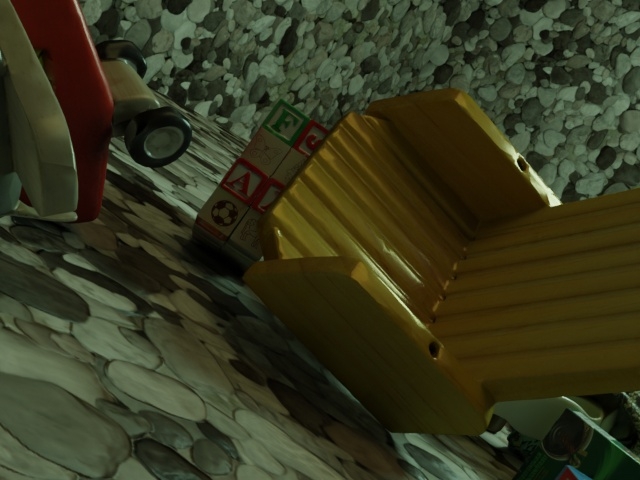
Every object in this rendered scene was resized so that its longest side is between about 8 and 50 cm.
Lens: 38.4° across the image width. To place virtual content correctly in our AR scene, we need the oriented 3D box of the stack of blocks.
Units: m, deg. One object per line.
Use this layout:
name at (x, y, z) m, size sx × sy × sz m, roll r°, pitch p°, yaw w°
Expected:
stack of blocks at (-0.083, -0.052, 1.178) m, size 0.087 × 0.171 × 0.297 m, roll 34°, pitch -12°, yaw -4°

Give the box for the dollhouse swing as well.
dollhouse swing at (0.175, -0.023, 0.921) m, size 0.315 × 0.305 × 0.347 m, roll 47°, pitch 45°, yaw -12°

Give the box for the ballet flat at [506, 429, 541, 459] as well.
ballet flat at (0.302, 0.273, 1.232) m, size 0.070 × 0.070 × 0.188 m, roll 37°, pitch 11°, yaw 26°

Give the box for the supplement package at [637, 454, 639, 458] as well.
supplement package at (0.435, 0.334, 1.230) m, size 0.105 × 0.105 × 0.179 m, roll 40°, pitch 9°, yaw 40°

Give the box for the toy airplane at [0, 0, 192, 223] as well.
toy airplane at (-0.283, -0.179, 0.707) m, size 0.384 × 0.273 × 0.386 m, roll 65°, pitch -12°, yaw -7°

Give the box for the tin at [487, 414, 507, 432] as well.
tin at (0.178, 0.197, 1.268) m, size 0.190 × 0.040 × 0.106 m, roll 34°, pitch 10°, yaw 0°

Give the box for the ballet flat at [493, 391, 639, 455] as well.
ballet flat at (0.188, 0.139, 1.116) m, size 0.483 × 0.164 × 0.182 m, roll 22°, pitch 28°, yaw -3°

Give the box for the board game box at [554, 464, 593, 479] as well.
board game box at (0.339, 0.349, 0.736) m, size 0.302 × 0.086 × 0.308 m, roll 33°, pitch 7°, yaw -9°

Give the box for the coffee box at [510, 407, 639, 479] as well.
coffee box at (0.312, 0.279, 0.994) m, size 0.184 × 0.113 × 0.040 m, roll 40°, pitch 7°, yaw 33°
